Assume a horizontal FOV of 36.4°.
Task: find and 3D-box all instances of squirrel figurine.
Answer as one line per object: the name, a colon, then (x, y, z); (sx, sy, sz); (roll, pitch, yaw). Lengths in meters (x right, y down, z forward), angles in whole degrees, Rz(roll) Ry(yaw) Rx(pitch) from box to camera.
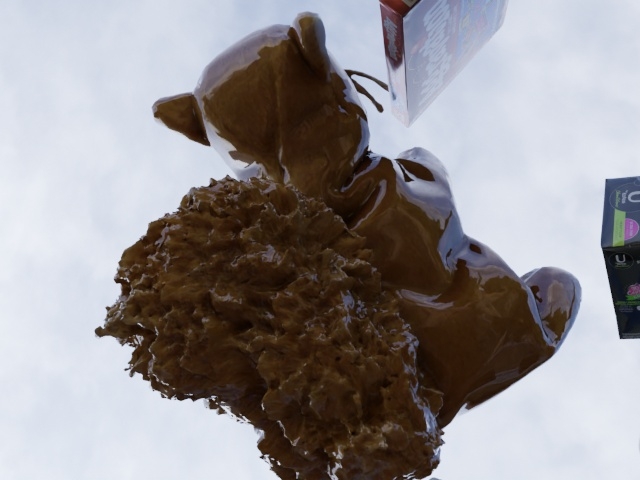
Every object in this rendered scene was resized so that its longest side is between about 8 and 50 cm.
squirrel figurine: (0.000, 0.000, 0.837); (0.281, 0.397, 0.370); (-20, -78, 31)

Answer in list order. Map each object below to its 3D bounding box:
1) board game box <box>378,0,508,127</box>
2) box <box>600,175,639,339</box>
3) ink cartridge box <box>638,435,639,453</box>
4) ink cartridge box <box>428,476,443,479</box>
board game box: (0.112, -0.194, 0.831); (0.027, 0.281, 0.145); (43, -93, 11)
box: (0.199, 0.010, 0.581); (0.052, 0.062, 0.083); (-4, -46, 22)
ink cartridge box: (0.279, 0.138, 0.605); (0.088, 0.234, 0.193); (1, -58, 2)
ink cartridge box: (0.096, 0.221, 0.540); (0.045, 0.179, 0.145); (42, -111, -25)
